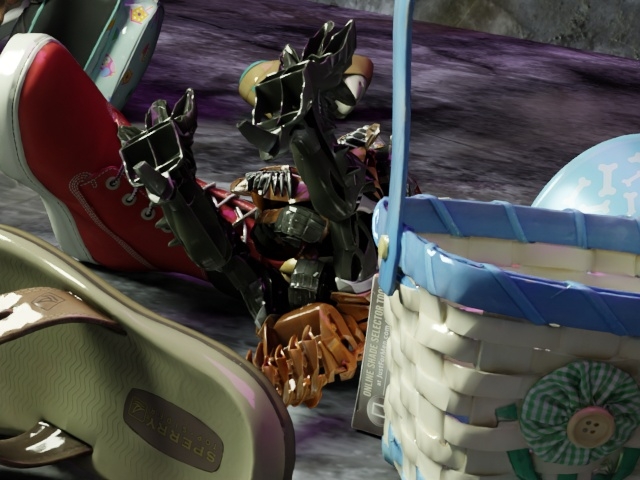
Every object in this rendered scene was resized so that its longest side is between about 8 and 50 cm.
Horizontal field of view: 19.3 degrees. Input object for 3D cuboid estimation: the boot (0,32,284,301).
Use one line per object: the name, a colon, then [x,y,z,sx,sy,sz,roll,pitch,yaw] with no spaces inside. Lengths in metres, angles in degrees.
boot: [-0.108,-0.042,1.233,0.176,0.088,0.244,16,-23,21]

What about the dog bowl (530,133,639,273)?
dog bowl: [0.270,0.021,1.268,0.297,0.166,0.074,2,26,-29]

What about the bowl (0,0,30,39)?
bowl: [-0.400,-0.266,2.011,0.298,0.134,0.298,-28,4,2]

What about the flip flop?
flip flop: [-0.137,0.070,0.901,0.277,0.112,0.080,23,23,32]

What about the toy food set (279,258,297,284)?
toy food set: [0.019,0.016,1.375,0.192,0.038,0.132,12,13,14]

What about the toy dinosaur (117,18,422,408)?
toy dinosaur: [0.000,0.000,1.136,0.164,0.218,0.322,-29,19,5]

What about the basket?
basket: [0.151,0.004,0.932,0.255,0.289,0.201,3,8,-12]

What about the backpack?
backpack: [-0.244,-0.215,1.957,0.144,0.166,0.188,22,12,-11]

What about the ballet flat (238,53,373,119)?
ballet flat: [-0.001,-0.166,2.150,0.232,0.080,0.073,-11,51,-50]

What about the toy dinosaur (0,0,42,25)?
toy dinosaur: [-0.346,-0.193,1.693,0.127,0.200,0.295,10,13,6]

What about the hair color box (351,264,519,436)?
hair color box: [0.085,0.058,1.108,0.053,0.093,0.167,15,15,29]
